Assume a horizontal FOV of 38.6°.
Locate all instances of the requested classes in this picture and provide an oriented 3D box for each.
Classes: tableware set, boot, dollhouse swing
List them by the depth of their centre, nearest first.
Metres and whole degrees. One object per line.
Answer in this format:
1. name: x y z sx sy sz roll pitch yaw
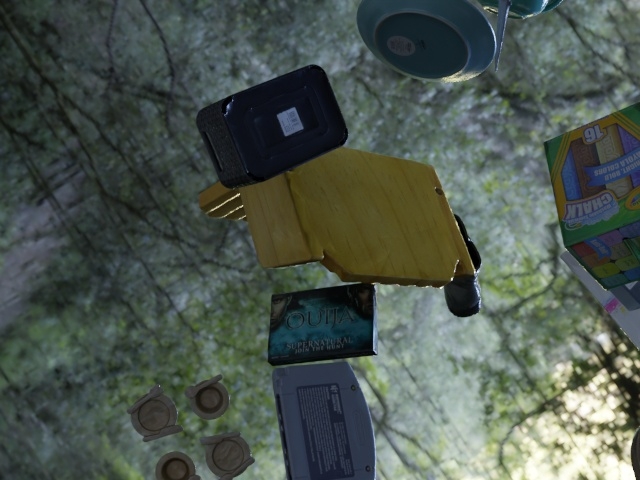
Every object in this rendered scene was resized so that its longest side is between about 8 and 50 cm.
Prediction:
1. tableware set: -0.178 0.270 1.262 0.141 0.169 0.020 -21 -179 -3
2. dollhouse swing: 0.000 0.000 1.547 0.346 0.315 0.305 6 145 -39
3. boot: 0.236 0.004 1.652 0.083 0.246 0.161 -15 137 -8

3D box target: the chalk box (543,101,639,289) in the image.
1. chalk box: 0.369 -0.031 1.106 0.132 0.213 0.132 -22 139 29

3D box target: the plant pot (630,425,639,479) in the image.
1. plant pot: 0.675 0.446 1.711 0.237 0.237 0.110 -31 157 -35

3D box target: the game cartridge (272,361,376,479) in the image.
1. game cartridge: 0.014 0.404 1.917 0.196 0.294 0.060 -3 157 -16

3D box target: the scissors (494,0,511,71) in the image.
1. scissors: 0.230 -0.312 1.115 0.021 0.109 0.297 -23 132 -13

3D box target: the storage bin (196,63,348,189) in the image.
1. storage bin: -0.065 -0.158 1.272 0.180 0.122 0.084 -27 -170 -30

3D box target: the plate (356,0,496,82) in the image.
1. plate: 0.133 -0.260 1.187 0.188 0.188 0.024 -40 -153 62

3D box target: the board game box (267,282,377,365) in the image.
1. board game box: 0.004 0.139 1.525 0.186 0.126 0.026 -9 150 18

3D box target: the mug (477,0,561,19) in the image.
1. mug: 0.329 -0.417 1.506 0.129 0.157 0.097 -48 156 -82

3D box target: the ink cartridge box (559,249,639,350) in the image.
1. ink cartridge box: 0.512 0.079 1.418 0.119 0.353 0.207 -46 143 19
